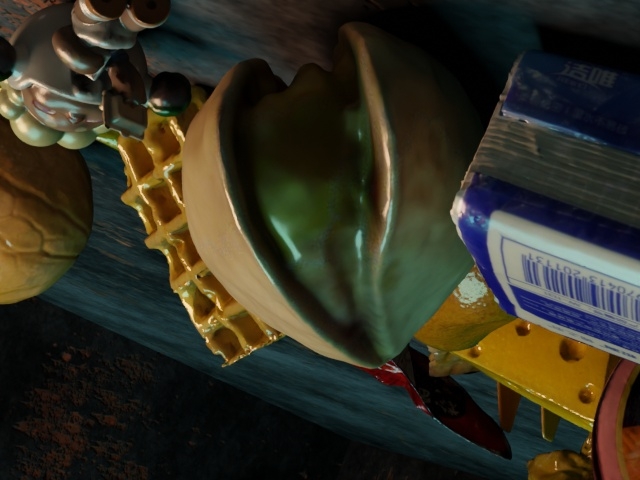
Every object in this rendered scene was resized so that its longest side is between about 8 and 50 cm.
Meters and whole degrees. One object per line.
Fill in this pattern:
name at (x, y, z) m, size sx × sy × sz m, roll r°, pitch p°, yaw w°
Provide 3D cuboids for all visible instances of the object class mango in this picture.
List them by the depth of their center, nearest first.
mango at (0.100, 0.018, 1.239) m, size 0.115 × 0.089 × 0.165 m, roll 42°, pitch 150°, yaw -4°

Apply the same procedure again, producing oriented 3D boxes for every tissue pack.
tissue pack at (0.224, 0.004, 0.898) m, size 0.269 × 0.137 × 0.209 m, roll 20°, pitch 170°, yaw 20°

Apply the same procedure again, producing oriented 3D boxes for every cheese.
cheese at (0.182, 0.094, 1.368) m, size 0.171 × 0.126 × 0.093 m, roll 1°, pitch 162°, yaw 40°

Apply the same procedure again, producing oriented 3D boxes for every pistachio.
pistachio at (0.012, -0.020, 1.008) m, size 0.187 × 0.187 × 0.299 m, roll 17°, pitch 173°, yaw 12°

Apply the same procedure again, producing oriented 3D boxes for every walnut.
walnut at (-0.312, -0.042, 1.516) m, size 0.225 × 0.193 × 0.193 m, roll 25°, pitch 168°, yaw -29°

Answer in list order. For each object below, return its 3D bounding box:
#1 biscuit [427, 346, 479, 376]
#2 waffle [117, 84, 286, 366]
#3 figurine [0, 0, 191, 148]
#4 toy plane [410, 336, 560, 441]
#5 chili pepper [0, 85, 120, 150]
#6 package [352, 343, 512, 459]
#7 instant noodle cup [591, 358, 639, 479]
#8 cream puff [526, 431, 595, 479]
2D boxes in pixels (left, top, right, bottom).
biscuit at (0.138, 0.058, 1.393) m, size 0.176 × 0.031 × 0.228 m, roll 13°, pitch 150°, yaw -32°
waffle at (-0.072, -0.024, 1.254) m, size 0.160 × 0.055 × 0.211 m, roll -28°, pitch 94°, yaw 50°
figurine at (-0.150, -0.112, 1.090) m, size 0.147 × 0.094 × 0.197 m, roll 11°, pitch 172°, yaw -19°
toy plane at (0.137, 0.078, 1.550) m, size 0.204 × 0.103 × 0.316 m, roll 8°, pitch 158°, yaw 41°
chili pepper at (-0.206, -0.109, 1.335) m, size 0.201 × 0.050 × 0.052 m, roll 23°, pitch -151°, yaw 3°
package at (0.069, 0.110, 1.673) m, size 0.269 × 0.071 × 0.194 m, roll 44°, pitch -165°, yaw -19°
instant noodle cup at (0.325, 0.186, 1.236) m, size 0.244 × 0.244 × 0.255 m, roll 16°, pitch 159°, yaw 22°
cream puff at (0.381, 0.292, 1.849) m, size 0.291 × 0.257 × 0.324 m, roll -16°, pitch 158°, yaw -45°
